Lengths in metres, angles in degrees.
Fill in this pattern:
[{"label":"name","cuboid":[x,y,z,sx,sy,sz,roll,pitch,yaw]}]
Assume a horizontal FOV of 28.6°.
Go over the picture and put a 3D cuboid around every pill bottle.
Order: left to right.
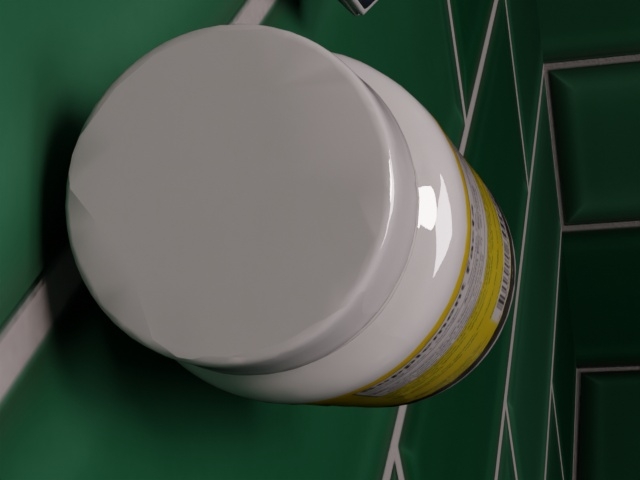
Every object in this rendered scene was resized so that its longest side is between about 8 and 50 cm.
[{"label":"pill bottle","cuboid":[0.000,0.000,0.449,0.208,0.119,0.119,28,59,-72]}]

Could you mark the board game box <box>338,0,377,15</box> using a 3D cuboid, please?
[{"label":"board game box","cuboid":[0.032,-0.222,0.518,0.053,0.193,0.305,46,5,17]}]
